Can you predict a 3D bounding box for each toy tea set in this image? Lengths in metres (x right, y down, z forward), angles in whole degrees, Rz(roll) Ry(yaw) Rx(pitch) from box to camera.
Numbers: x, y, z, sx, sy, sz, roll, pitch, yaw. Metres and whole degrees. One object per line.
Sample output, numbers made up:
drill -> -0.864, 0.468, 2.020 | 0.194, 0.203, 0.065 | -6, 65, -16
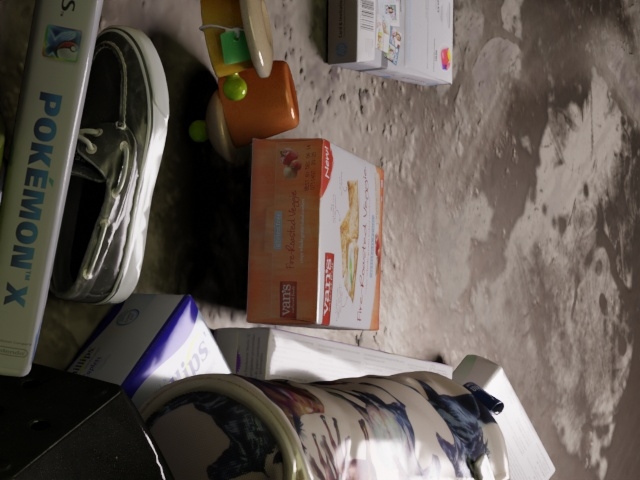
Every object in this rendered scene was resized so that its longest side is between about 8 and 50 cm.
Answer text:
toy tea set -> -0.111, -0.222, 1.390 | 0.200, 0.124, 0.336 | -70, 149, -79

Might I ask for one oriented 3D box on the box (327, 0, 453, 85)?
box -> 0.073, -0.237, 1.693 | 0.186, 0.038, 0.145 | 3, 87, -55

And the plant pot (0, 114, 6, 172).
plant pot -> -0.315, 0.075, 0.944 | 0.275, 0.275, 0.293 | -25, 125, -54

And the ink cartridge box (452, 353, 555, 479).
ink cartridge box -> 0.143, 0.261, 1.793 | 0.224, 0.056, 0.181 | -47, 129, -22

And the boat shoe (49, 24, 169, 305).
boat shoe -> -0.169, -0.060, 1.295 | 0.070, 0.078, 0.219 | 10, 83, -57

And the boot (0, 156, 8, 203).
boot -> -0.249, 0.029, 1.189 | 0.086, 0.069, 0.190 | 39, 67, -71

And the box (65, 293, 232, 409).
box -> -0.133, 0.132, 1.348 | 0.126, 0.072, 0.137 | -57, 133, -40

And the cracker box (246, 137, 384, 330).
cracker box -> 0.000, 0.000, 1.493 | 0.232, 0.067, 0.155 | 14, 78, -74

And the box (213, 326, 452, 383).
box -> 0.018, 0.131, 1.580 | 0.324, 0.063, 0.067 | 15, 75, -55

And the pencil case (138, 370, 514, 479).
pencil case -> 0.013, 0.185, 1.344 | 0.410, 0.184, 0.159 | 7, 88, -61

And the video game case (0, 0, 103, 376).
video game case -> -0.156, -0.125, 1.048 | 0.329, 0.036, 0.300 | -96, -161, -63

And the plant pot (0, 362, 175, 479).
plant pot -> -0.205, 0.182, 1.112 | 0.188, 0.187, 0.167 | -39, 131, -49
